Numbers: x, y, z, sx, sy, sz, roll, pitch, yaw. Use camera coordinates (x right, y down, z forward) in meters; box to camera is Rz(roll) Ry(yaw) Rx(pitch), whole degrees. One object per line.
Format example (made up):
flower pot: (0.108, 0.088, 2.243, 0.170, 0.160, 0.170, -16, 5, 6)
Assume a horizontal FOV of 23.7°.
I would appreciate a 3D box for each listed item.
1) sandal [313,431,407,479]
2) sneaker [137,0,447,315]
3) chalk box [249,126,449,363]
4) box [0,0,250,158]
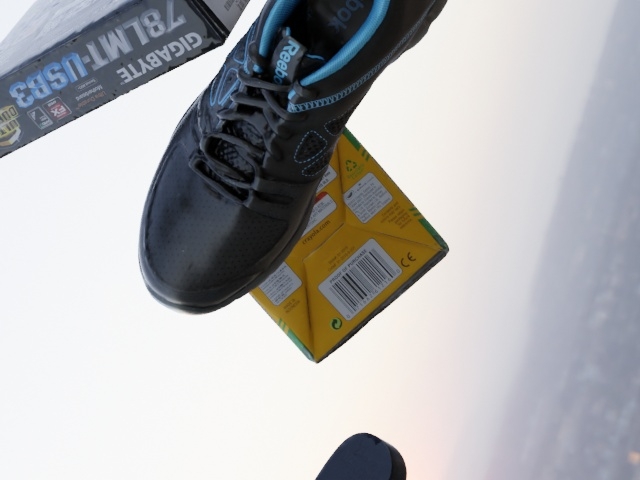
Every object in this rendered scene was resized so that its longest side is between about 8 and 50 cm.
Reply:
sandal: (-0.023, 0.272, 1.292, 0.054, 0.097, 0.254, 33, -95, -43)
sneaker: (-0.038, -0.098, 1.085, 0.341, 0.125, 0.140, -58, -11, 8)
chalk box: (0.000, 0.000, 1.590, 0.180, 0.179, 0.289, -41, 1, -2)
box: (-0.154, -0.219, 1.318, 0.073, 0.295, 0.293, 51, -142, -22)
